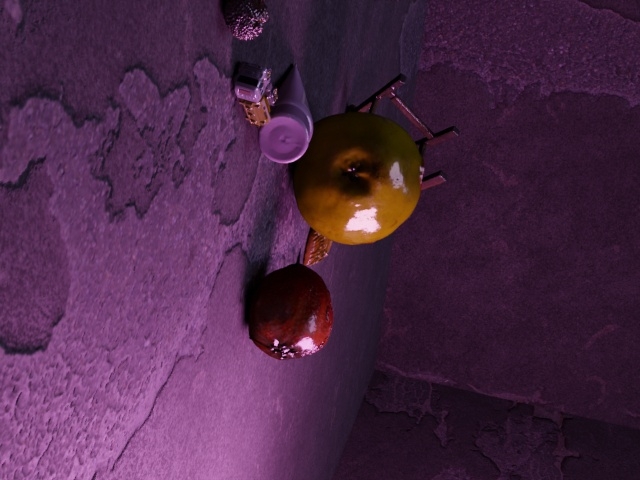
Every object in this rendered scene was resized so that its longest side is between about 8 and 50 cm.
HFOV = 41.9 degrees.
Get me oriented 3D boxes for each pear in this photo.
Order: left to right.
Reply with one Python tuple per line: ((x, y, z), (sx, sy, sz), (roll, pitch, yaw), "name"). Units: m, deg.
((0.074, -0.133, 1.833), (0.375, 0.287, 0.288), (-157, -102, -85), "pear")

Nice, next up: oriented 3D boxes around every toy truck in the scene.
((-0.106, -0.237, 1.361), (0.123, 0.052, 0.063), (73, 37, -70), "toy truck")

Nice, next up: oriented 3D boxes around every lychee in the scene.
((-0.107, -0.333, 1.219), (0.083, 0.068, 0.067), (-57, -175, 30), "lychee")

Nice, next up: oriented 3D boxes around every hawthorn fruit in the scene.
((-0.050, 0.122, 1.680), (0.181, 0.181, 0.235), (80, 23, -61), "hawthorn fruit")

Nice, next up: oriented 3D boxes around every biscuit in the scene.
((0.001, 0.000, 2.163), (0.176, 0.031, 0.229), (87, 18, -47), "biscuit")

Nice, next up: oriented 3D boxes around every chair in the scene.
((0.128, -0.231, 2.246), (0.240, 0.416, 0.203), (36, 55, -28), "chair")

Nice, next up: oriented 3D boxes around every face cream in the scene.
((-0.059, -0.228, 1.549), (0.274, 0.096, 0.154), (-85, 179, -67), "face cream")
